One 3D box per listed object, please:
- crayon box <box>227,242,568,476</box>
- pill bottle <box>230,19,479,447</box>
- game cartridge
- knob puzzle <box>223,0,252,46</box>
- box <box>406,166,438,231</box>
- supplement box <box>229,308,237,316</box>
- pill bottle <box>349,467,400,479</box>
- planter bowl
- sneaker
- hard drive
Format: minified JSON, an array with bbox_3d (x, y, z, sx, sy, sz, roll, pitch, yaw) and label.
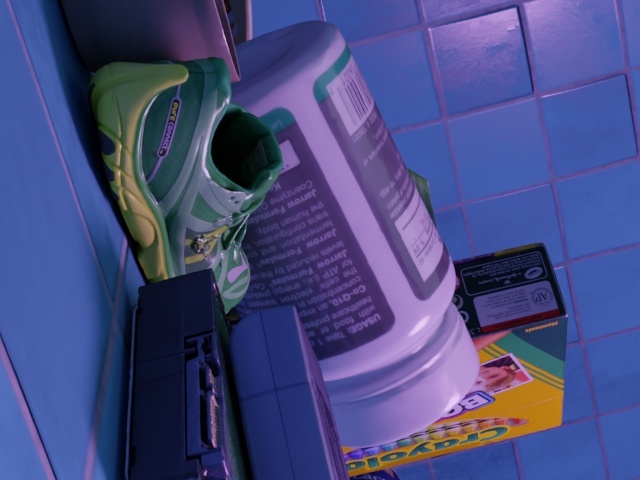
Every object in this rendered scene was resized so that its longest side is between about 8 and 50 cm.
[{"bbox_3d":[0.096,0.158,1.496,0.313,0.362,0.106,74,3,-58],"label":"crayon box"},{"bbox_3d":[0.000,0.000,1.197,0.204,0.204,0.361,-103,166,-69],"label":"pill bottle"},{"bbox_3d":[0.001,0.200,0.846,0.196,0.060,0.294,82,-6,-67],"label":"game cartridge"},{"bbox_3d":[-0.127,-0.258,1.679,0.213,0.030,0.213,3,-87,56],"label":"knob puzzle"},{"bbox_3d":[-0.019,-0.094,1.429,0.322,0.058,0.232,30,17,-8],"label":"box"},{"bbox_3d":[-0.095,-0.004,1.596,0.239,0.073,0.130,-103,178,-52],"label":"supplement box"},{"bbox_3d":[0.048,0.382,1.772,0.265,0.153,0.153,-105,180,-76],"label":"pill bottle"},{"bbox_3d":[-0.131,-0.184,0.953,0.162,0.109,0.162,-14,90,-90],"label":"planter bowl"},{"bbox_3d":[-0.083,-0.029,0.975,0.295,0.123,0.109,76,0,-60],"label":"sneaker"},{"bbox_3d":[-0.052,0.219,0.860,0.237,0.064,0.339,-103,179,-62],"label":"hard drive"}]
